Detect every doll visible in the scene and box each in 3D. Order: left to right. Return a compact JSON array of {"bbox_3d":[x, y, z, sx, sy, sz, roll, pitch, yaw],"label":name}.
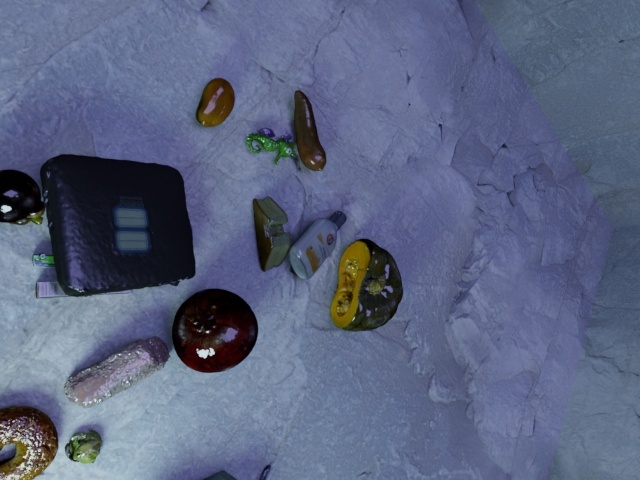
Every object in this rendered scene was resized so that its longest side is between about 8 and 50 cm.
[{"bbox_3d":[-0.162,-0.315,1.556,0.190,0.050,0.115,11,71,-33],"label":"doll"}]

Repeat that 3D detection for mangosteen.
[{"bbox_3d":[-0.707,-0.090,1.079,0.137,0.137,0.151,-56,139,-28],"label":"mangosteen"},{"bbox_3d":[-0.284,0.259,1.313,0.261,0.235,0.236,72,36,-64],"label":"mangosteen"}]

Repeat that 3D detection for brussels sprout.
[{"bbox_3d":[-0.580,0.508,1.141,0.085,0.058,0.085,7,71,-20],"label":"brussels sprout"}]

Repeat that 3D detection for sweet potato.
[{"bbox_3d":[-0.048,-0.373,1.621,0.097,0.097,0.292,-13,86,-37],"label":"sweet potato"}]

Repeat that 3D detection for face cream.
[{"bbox_3d":[0.000,0.000,1.609,0.291,0.070,0.144,-49,133,-40],"label":"face cream"}]

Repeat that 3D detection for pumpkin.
[{"bbox_3d":[0.192,0.170,1.639,0.232,0.242,0.325,17,78,-25],"label":"pumpkin"}]

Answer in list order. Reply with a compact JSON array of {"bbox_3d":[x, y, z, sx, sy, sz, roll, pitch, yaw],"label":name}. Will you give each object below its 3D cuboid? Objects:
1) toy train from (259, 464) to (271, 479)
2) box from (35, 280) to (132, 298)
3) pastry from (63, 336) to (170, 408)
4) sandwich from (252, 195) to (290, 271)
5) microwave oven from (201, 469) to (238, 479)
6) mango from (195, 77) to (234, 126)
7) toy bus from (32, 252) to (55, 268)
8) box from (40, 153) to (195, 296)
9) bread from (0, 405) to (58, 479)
[{"bbox_3d":[-0.175,0.731,1.433,0.017,0.017,0.083,30,67,-22],"label":"toy train"},{"bbox_3d":[-0.592,0.120,1.178,0.218,0.055,0.040,1,80,-37],"label":"box"},{"bbox_3d":[-0.503,0.329,1.185,0.265,0.112,0.103,-28,90,-37],"label":"pastry"},{"bbox_3d":[-0.153,-0.027,1.500,0.090,0.088,0.245,-8,89,-41],"label":"sandwich"},{"bbox_3d":[-0.286,0.775,1.280,0.162,0.122,0.208,-9,90,-36],"label":"microwave oven"},{"bbox_3d":[-0.324,-0.419,1.432,0.105,0.084,0.159,35,85,-45],"label":"mango"},{"bbox_3d":[-0.663,0.051,1.151,0.083,0.031,0.037,6,90,-36],"label":"toy bus"},{"bbox_3d":[-0.502,-0.042,1.197,0.359,0.091,0.351,-3,78,-49],"label":"box"},{"bbox_3d":[-0.697,0.467,1.054,0.193,0.064,0.193,3,86,-34],"label":"bread"}]
